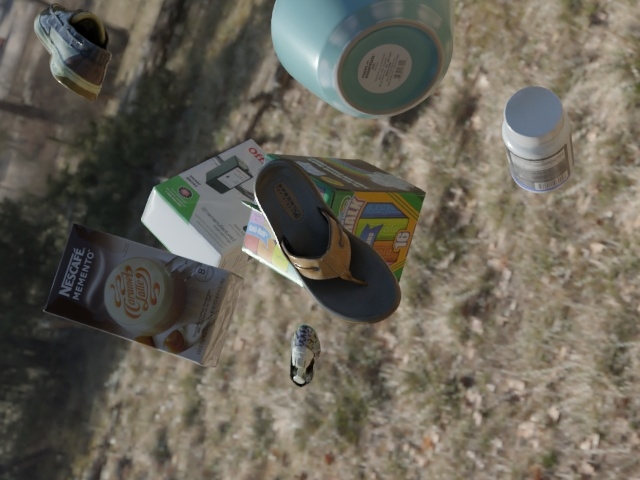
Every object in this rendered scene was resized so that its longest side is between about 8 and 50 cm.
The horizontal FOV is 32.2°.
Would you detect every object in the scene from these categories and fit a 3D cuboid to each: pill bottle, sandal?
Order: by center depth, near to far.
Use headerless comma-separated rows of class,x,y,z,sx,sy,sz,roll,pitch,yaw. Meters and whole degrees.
sandal,0.000,0.000,1.202,0.090,0.060,0.219,-35,80,5
pill bottle,0.251,-0.116,1.284,0.078,0.137,0.078,-6,65,13

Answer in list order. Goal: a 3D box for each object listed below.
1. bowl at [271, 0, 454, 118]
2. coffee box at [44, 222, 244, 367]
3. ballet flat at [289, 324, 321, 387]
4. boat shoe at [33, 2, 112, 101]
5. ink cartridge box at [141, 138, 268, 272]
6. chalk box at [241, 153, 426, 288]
bowl,0.090,-0.319,1.782,0.311,0.311,0.163,-54,36,27
coffee box,-0.253,0.080,1.605,0.098,0.246,0.141,43,-117,-78
ballet flat,-0.022,0.156,1.440,0.114,0.041,0.041,95,166,-51
boat shoe,-0.294,-0.245,1.359,0.073,0.080,0.223,-48,35,12
ink cartridge box,-0.187,-0.062,2.295,0.211,0.289,0.121,44,138,15
chalk box,-0.001,-0.031,1.840,0.180,0.289,0.179,31,113,42
